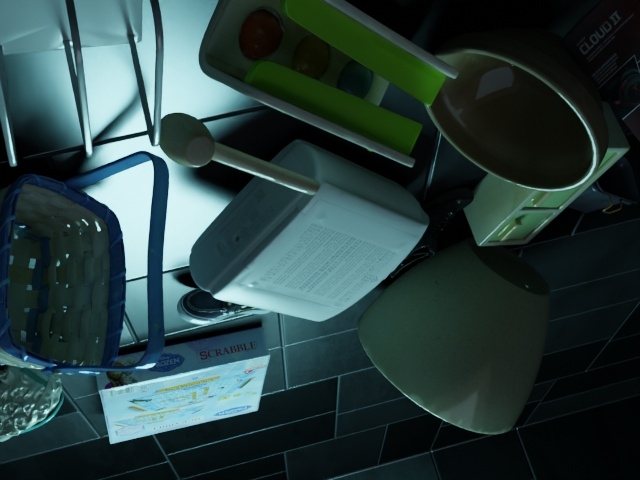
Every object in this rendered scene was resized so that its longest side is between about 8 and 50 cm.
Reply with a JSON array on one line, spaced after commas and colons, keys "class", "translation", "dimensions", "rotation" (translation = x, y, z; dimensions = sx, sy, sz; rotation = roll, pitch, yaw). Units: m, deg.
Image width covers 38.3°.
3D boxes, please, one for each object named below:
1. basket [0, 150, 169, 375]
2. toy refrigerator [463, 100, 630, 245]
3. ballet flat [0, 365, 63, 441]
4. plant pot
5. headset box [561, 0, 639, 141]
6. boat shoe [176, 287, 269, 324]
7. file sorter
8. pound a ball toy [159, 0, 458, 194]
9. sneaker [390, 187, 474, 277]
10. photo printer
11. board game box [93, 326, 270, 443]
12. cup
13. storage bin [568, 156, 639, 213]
[{"class": "basket", "translation": [-0.301, 0.036, 1.106], "dimensions": [0.288, 0.255, 0.201], "rotation": [-11, 159, 34]}, {"class": "toy refrigerator", "translation": [0.334, -0.092, 1.396], "dimensions": [0.102, 0.094, 0.269], "rotation": [-2, 151, -28]}, {"class": "ballet flat", "translation": [-0.628, 0.310, 1.607], "dimensions": [0.408, 0.147, 0.147], "rotation": [-30, 151, 18]}, {"class": "plant pot", "translation": [0.247, -0.177, 1.107], "dimensions": [0.110, 0.237, 0.237], "rotation": [-54, 162, -20]}, {"class": "headset box", "translation": [0.426, -0.191, 1.027], "dimensions": [0.218, 0.293, 0.110], "rotation": [-26, 166, -36]}, {"class": "boat shoe", "translation": [-0.140, 0.084, 1.501], "dimensions": [0.183, 0.065, 0.083], "rotation": [-7, 150, -33]}, {"class": "file sorter", "translation": [-0.278, -0.172, 0.790], "dimensions": [0.277, 0.173, 0.193], "rotation": [-9, 153, -16]}, {"class": "pound a ball toy", "translation": [-0.024, -0.155, 0.976], "dimensions": [0.319, 0.135, 0.208], "rotation": [15, 104, -48]}, {"class": "sneaker", "translation": [0.172, -0.014, 1.457], "dimensions": [0.170, 0.089, 0.051], "rotation": [-21, 154, 10]}, {"class": "photo printer", "translation": [0.000, 0.000, 1.326], "dimensions": [0.256, 0.107, 0.307], "rotation": [-45, 145, 22]}, {"class": "board game box", "translation": [-0.271, 0.289, 1.810], "dimensions": [0.318, 0.066, 0.318], "rotation": [-10, 153, -15]}, {"class": "cup", "translation": [0.264, 0.135, 1.609], "dimensions": [0.331, 0.331, 0.237], "rotation": [9, 119, -42]}, {"class": "storage bin", "translation": [0.436, -0.085, 1.483], "dimensions": [0.135, 0.098, 0.091], "rotation": [10, 154, -43]}]
